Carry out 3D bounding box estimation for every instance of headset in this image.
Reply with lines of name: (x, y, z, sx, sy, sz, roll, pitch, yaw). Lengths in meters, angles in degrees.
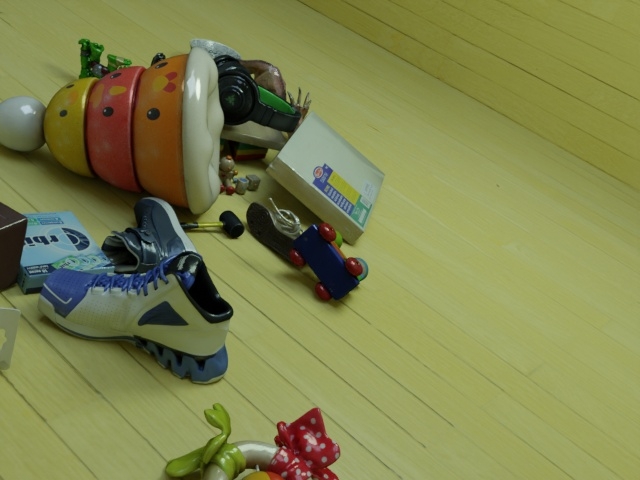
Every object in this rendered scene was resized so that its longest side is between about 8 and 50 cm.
headset: (-0.241, -0.350, 2.006, 0.394, 0.185, 0.243, 22, 18, -26)

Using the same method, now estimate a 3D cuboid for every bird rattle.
bird rattle: (-0.080, 0.332, 1.098, 0.253, 0.143, 0.207, 22, 35, -31)

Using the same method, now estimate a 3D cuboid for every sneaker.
sneaker: (-0.270, 0.084, 1.293, 0.315, 0.182, 0.127, 22, 25, 0)
sneaker: (-0.346, -0.013, 1.523, 0.163, 0.086, 0.226, -1, 33, -39)
sneaker: (-0.088, -0.013, 1.760, 0.188, 0.066, 0.071, 45, 18, 29)

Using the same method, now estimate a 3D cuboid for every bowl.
bowl: (-0.340, -0.565, 2.555, 0.170, 0.080, 0.170, 17, 27, -9)

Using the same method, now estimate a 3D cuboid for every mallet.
mallet: (-0.255, -0.037, 1.697, 0.190, 0.039, 0.062, 1, 33, -28)

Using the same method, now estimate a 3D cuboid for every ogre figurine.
ogre figurine: (-0.567, -0.435, 2.103, 0.197, 0.118, 0.097, 26, 23, 5)

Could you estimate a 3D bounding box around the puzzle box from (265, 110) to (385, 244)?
puzzle box: (0.024, -0.170, 2.034, 0.272, 0.052, 0.409, 41, 25, -7)

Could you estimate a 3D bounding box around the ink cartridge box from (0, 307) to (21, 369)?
ink cartridge box: (-0.506, 0.146, 1.074, 0.198, 0.115, 0.067, 5, 30, -29)

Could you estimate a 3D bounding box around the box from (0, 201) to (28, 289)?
box: (-0.632, 0.032, 1.169, 0.191, 0.143, 0.381, 28, 25, 13)

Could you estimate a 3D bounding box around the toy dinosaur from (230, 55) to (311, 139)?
toy dinosaur: (-0.132, -0.419, 2.292, 0.200, 0.295, 0.127, -5, 31, 46)

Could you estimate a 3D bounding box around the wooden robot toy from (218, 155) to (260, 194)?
wooden robot toy: (-0.213, -0.157, 1.897, 0.173, 0.079, 0.076, 5, 31, -29)

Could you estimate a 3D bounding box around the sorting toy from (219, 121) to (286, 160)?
sorting toy: (-0.244, -0.296, 2.118, 0.255, 0.089, 0.257, 10, 28, -22)

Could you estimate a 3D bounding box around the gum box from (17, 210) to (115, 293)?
gum box: (-0.475, 0.016, 1.421, 0.157, 0.041, 0.184, -5, 38, -43)

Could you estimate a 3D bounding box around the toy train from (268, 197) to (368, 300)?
toy train: (0.000, 0.000, 1.678, 0.248, 0.105, 0.143, 53, 20, 8)

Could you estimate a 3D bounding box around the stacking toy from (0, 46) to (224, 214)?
stacking toy: (-0.452, -0.229, 1.697, 0.480, 0.350, 0.350, 0, 29, -2)
